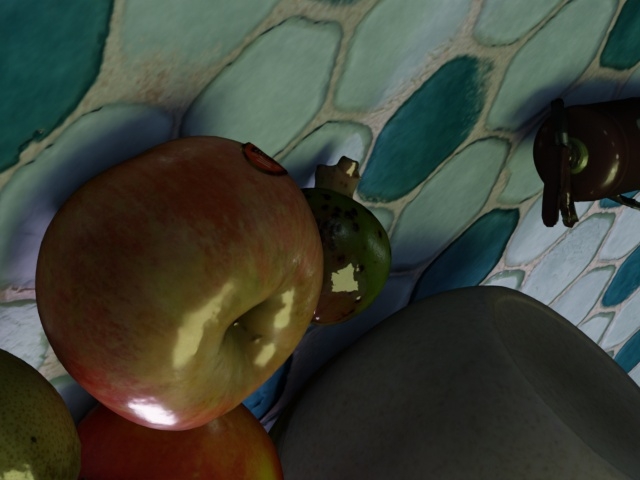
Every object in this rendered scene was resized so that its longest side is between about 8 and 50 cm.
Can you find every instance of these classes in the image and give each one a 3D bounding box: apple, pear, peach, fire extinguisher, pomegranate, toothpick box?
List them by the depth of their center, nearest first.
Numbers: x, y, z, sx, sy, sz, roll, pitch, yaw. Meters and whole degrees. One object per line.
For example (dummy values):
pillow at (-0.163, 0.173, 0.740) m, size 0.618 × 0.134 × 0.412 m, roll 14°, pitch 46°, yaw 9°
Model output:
apple at (-0.096, 0.024, 1.258) m, size 0.209 × 0.164 × 0.209 m, roll -37°, pitch 146°, yaw -31°
pear at (-0.243, 0.158, 1.258) m, size 0.167 × 0.136 × 0.167 m, roll -42°, pitch 163°, yaw -16°
pomegranate at (-0.004, 0.007, 1.468) m, size 0.130 × 0.130 × 0.130 m, roll -38°, pitch 157°, yaw -19°
peach at (-0.130, 0.215, 1.495) m, size 0.196 × 0.190 × 0.226 m, roll -42°, pitch 167°, yaw 18°
toothpick box at (0.118, 0.288, 1.786) m, size 0.425 × 0.409 × 0.409 m, roll -48°, pitch 159°, yaw 19°
fire extinguisher at (0.293, -0.079, 1.820) m, size 0.105 × 0.141 × 0.341 m, roll -9°, pitch -178°, yaw 32°
